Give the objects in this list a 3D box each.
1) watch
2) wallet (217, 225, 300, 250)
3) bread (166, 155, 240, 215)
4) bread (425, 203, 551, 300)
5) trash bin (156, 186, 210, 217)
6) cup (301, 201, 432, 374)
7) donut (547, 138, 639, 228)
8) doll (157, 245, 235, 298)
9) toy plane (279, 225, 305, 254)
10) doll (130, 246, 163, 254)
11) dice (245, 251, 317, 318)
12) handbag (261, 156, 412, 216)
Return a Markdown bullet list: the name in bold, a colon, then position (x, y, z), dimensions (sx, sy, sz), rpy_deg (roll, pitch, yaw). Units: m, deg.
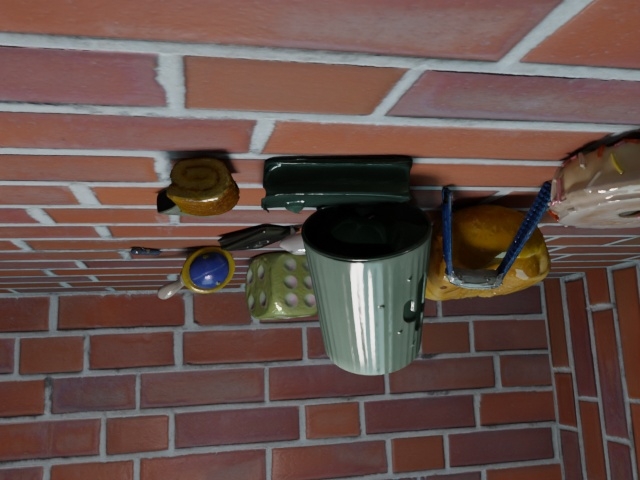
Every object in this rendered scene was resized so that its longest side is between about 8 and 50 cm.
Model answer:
- **watch**: position (0.448, -0.010, 1.638), dimensions (0.276, 0.274, 0.068), rpy_deg (-2, -162, 3)
- **wallet**: position (-0.199, -0.006, 2.068), dimensions (0.245, 0.052, 0.168), rpy_deg (-16, 167, 43)
- **bread**: position (-0.239, -0.109, 1.319), dimensions (0.132, 0.103, 0.172), rpy_deg (-2, 171, -1)
- **bread**: position (0.469, 0.023, 1.868), dimensions (0.361, 0.250, 0.394), rpy_deg (-5, 166, -1)
- **trash bin**: position (-0.308, -0.091, 1.530), dimensions (0.130, 0.059, 0.116), rpy_deg (5, 169, -39)
- **cup**: position (0.161, 0.095, 1.642), dimensions (0.401, 0.392, 0.310), rpy_deg (-20, -147, -24)
- **donut**: position (0.683, -0.121, 1.374), dimensions (0.382, 0.142, 0.382), rpy_deg (-2, 169, 0)
- **doll**: position (-0.457, 0.113, 2.320), dimensions (0.311, 0.159, 0.242), rpy_deg (-29, -157, -12)
- **toy plane**: position (0.001, -0.005, 1.973), dimensions (0.255, 0.101, 0.251), rpy_deg (0, 170, 6)
- **doll**: position (-0.614, 0.039, 2.267), dimensions (0.037, 0.027, 0.125), rpy_deg (-11, 170, 42)
- **dice**: position (-0.144, 0.184, 2.555), dimensions (0.254, 0.252, 0.250), rpy_deg (2, 170, -33)
- **handbag**: position (0.031, -0.113, 1.422), dimensions (0.326, 0.089, 0.238), rpy_deg (-2, 172, -5)
